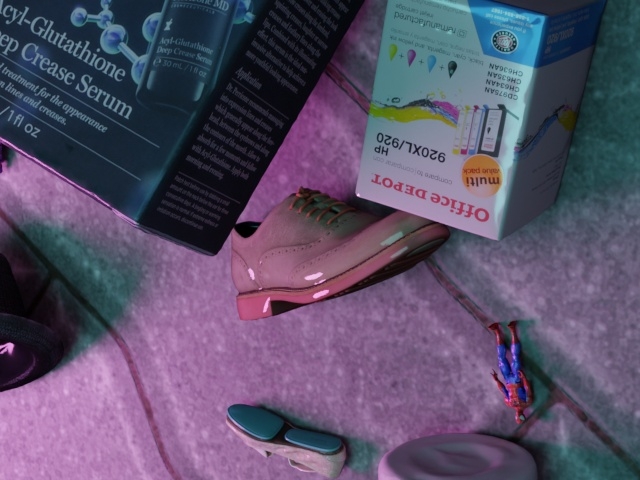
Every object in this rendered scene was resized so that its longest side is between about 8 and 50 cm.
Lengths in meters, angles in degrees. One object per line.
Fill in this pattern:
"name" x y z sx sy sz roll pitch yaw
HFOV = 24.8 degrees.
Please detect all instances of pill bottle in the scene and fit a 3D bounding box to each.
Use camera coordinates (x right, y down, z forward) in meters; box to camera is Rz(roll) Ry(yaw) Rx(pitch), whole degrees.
"pill bottle" 0.157 0.391 1.629 0.176 0.176 0.318 5 106 29

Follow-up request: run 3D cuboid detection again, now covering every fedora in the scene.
"fedora" -0.501 0.100 1.918 0.334 0.334 0.152 -22 62 33

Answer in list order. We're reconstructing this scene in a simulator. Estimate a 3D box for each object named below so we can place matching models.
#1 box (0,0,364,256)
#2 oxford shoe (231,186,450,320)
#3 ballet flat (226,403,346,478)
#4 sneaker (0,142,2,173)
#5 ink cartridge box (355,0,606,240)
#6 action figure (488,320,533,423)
"box" -0.164 -0.231 1.538 0.293 0.212 0.395 30 91 21
"oxford shoe" 0.000 0.000 1.607 0.348 0.123 0.130 -19 88 49
"ballet flat" -0.047 0.251 1.783 0.168 0.057 0.052 18 122 26
"sneaker" -0.434 -0.125 1.909 0.071 0.068 0.170 44 131 -5
"ink cartridge box" 0.160 -0.145 1.480 0.171 0.168 0.232 19 114 24
"action figure" 0.212 0.149 1.618 0.038 0.030 0.115 -9 101 27
